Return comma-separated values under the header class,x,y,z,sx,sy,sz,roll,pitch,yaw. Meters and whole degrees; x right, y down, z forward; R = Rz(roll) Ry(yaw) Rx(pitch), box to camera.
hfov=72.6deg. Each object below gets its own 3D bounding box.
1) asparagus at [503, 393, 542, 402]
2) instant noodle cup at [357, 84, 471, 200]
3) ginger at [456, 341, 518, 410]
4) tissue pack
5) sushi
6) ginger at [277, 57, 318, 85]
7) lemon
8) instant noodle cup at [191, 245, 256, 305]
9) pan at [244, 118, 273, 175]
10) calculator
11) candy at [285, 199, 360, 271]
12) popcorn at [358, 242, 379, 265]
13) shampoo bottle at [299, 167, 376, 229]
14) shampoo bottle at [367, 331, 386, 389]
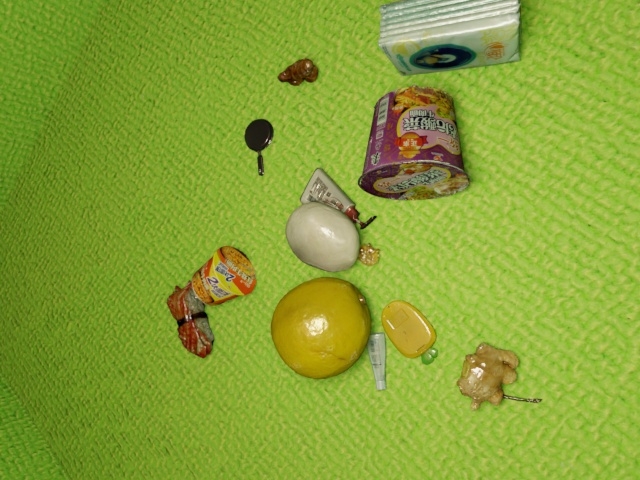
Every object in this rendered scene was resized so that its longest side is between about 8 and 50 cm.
class,x,y,z,sx,sy,sz,roll,pitch,yaw
asparagus,0.609,0.480,1.321,0.114,0.014,0.015,0,105,24
instant noodle cup,0.291,-0.296,1.359,0.340,0.340,0.265,-2,75,25
ginger,0.499,0.420,1.329,0.157,0.102,0.216,21,94,0
tissue pack,0.398,-0.627,1.320,0.388,0.287,0.162,2,92,25
sushi,-0.534,0.328,1.806,0.124,0.130,0.332,-26,83,17
ginger,-0.078,-0.635,1.648,0.162,0.103,0.073,-6,81,34
lemon,0.005,0.284,1.443,0.348,0.348,0.347,-1,87,25
instant noodle cup,-0.387,0.151,1.707,0.174,0.213,0.213,-31,75,30
pan,-0.248,-0.377,1.751,0.136,0.028,0.234,-6,85,25
calculator,0.300,0.308,1.462,0.146,0.032,0.235,-45,69,17
candy,0.000,0.000,1.502,0.296,0.185,0.295,32,146,25
popcorn,0.168,0.050,1.523,0.083,0.057,0.082,-27,78,19
shampoo bottle,0.065,-0.126,1.572,0.284,0.071,0.153,37,106,19
shampoo bottle,0.198,0.415,1.500,0.069,0.041,0.190,-9,84,19
